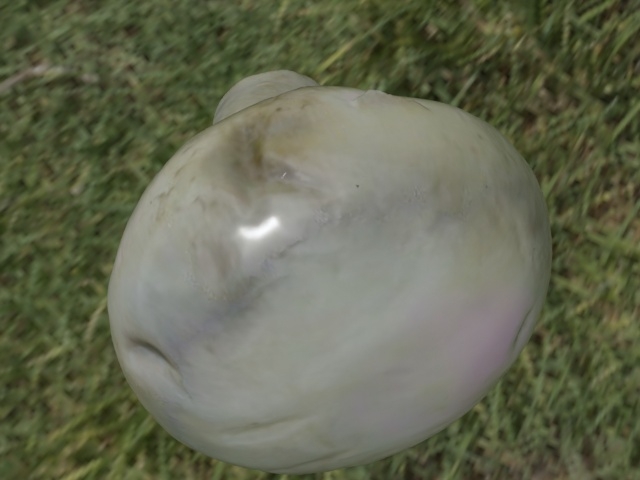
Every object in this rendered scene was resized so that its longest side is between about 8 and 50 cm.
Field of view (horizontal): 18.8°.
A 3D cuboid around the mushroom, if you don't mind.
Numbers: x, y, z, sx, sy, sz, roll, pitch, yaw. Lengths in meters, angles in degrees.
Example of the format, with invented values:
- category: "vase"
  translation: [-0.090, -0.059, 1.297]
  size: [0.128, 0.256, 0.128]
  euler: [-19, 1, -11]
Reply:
- category: "mushroom"
  translation: [0.008, 0.032, 1.372]
  size: [0.315, 0.356, 0.315]
  euler: [0, 87, 1]
